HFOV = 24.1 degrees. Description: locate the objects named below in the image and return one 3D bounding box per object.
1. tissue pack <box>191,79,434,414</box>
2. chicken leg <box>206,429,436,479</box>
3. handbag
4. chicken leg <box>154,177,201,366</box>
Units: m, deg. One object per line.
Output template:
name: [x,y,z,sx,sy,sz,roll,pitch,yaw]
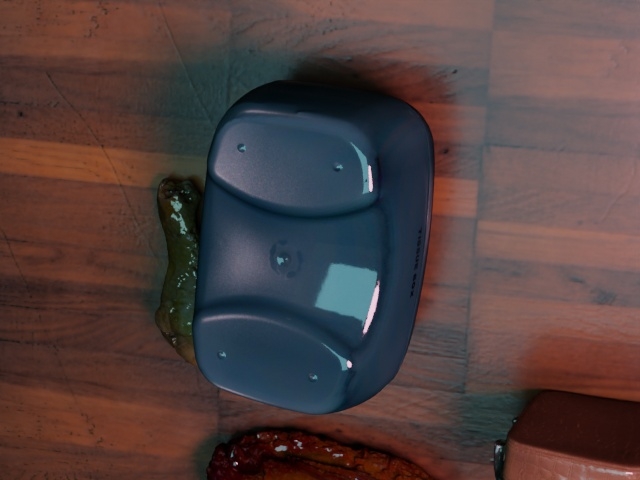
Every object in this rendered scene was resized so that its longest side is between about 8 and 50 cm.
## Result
tissue pack: [0.000,0.000,1.373,0.198,0.206,0.287,10,105,19]
chicken leg: [0.073,0.303,1.485,0.407,0.096,0.158,29,110,3]
handbag: [0.238,0.199,1.370,0.151,0.193,0.072,9,104,15]
chicken leg: [-0.127,0.035,1.474,0.085,0.069,0.198,-11,94,37]
